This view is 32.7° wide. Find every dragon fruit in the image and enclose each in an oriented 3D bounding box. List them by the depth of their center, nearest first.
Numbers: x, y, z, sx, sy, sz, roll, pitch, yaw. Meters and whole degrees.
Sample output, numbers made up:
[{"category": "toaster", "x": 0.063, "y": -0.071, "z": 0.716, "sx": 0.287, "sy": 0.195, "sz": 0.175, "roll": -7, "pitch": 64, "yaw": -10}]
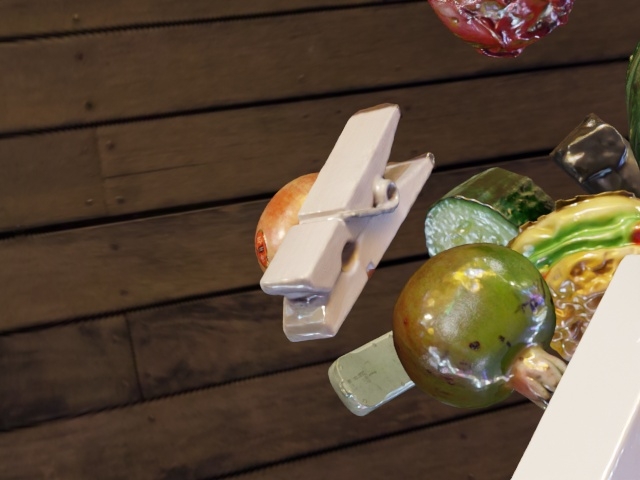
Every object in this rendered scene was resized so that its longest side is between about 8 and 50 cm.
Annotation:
[{"category": "dragon fruit", "x": 0.266, "y": -0.345, "z": 1.503, "sx": 0.262, "sy": 0.211, "sz": 0.134, "roll": 29, "pitch": 75, "yaw": -26}]

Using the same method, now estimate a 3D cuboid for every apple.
[{"category": "apple", "x": 0.000, "y": 0.000, "z": 1.687, "sx": 0.209, "sy": 0.164, "sz": 0.209, "roll": -12, "pitch": 113, "yaw": -32}]

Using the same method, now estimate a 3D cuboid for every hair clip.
[{"category": "hair clip", "x": 0.036, "y": -0.028, "z": 1.202, "sx": 0.101, "sy": 0.085, "sz": 0.331, "roll": 66, "pitch": 33, "yaw": -29}]

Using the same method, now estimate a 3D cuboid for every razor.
[{"category": "razor", "x": 0.465, "y": -0.036, "z": 1.561, "sx": 0.107, "sy": 0.189, "sz": 0.327, "roll": -40, "pitch": 87, "yaw": 9}]

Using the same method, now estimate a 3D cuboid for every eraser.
[{"category": "eraser", "x": 0.240, "y": 0.145, "z": 0.896, "sx": 0.298, "sy": 0.076, "sz": 0.078, "roll": -55, "pitch": 130, "yaw": -29}]

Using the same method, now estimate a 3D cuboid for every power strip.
[{"category": "power strip", "x": 0.098, "y": 0.166, "z": 1.462, "sx": 0.227, "sy": 0.029, "sz": 0.080, "roll": -21, "pitch": 70, "yaw": -44}]

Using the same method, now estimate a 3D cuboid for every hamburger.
[{"category": "hamburger", "x": 0.359, "y": 0.055, "z": 1.393, "sx": 0.237, "sy": 0.237, "sz": 0.149, "roll": 0, "pitch": 50, "yaw": -15}]

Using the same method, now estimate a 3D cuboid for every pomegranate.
[{"category": "pomegranate", "x": 0.177, "y": 0.102, "z": 1.131, "sx": 0.180, "sy": 0.180, "sz": 0.210, "roll": -44, "pitch": 61, "yaw": -11}]

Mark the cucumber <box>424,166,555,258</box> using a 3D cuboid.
[{"category": "cucumber", "x": 0.252, "y": -0.009, "z": 1.661, "sx": 0.130, "sy": 0.191, "sz": 0.191, "roll": -28, "pitch": 99, "yaw": -45}]

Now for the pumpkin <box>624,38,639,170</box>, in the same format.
[{"category": "pumpkin", "x": 0.401, "y": -0.127, "z": 0.948, "sx": 0.293, "sy": 0.197, "sz": 0.263, "roll": 34, "pitch": 121, "yaw": -31}]
